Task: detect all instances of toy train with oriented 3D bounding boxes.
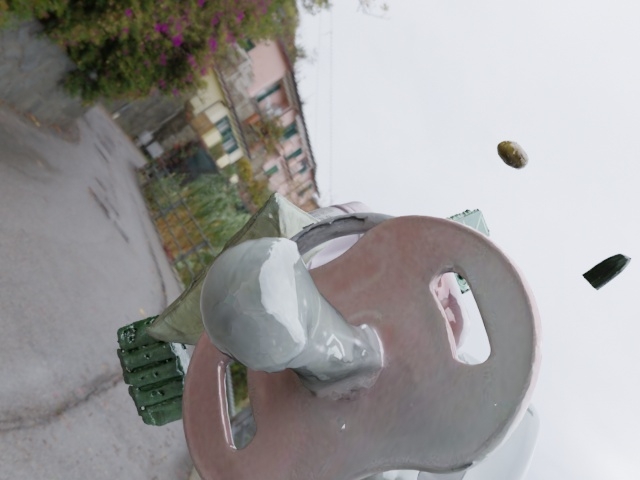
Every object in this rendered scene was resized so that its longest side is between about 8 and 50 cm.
[{"bbox_3d":[0.272,0.030,1.365,0.115,0.269,0.154,-20,-90,46],"label":"toy train"}]

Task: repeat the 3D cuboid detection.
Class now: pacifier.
[{"bbox_3d":[0.011,0.092,0.544,0.220,0.332,0.273,66,15,0],"label":"pacifier"}]

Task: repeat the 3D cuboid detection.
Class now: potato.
[{"bbox_3d":[0.394,-0.174,1.334,0.083,0.040,0.051,34,-36,-32],"label":"potato"}]

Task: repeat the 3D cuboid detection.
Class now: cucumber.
[{"bbox_3d":[0.609,0.061,1.380,0.048,0.105,0.048,29,35,-22],"label":"cucumber"}]

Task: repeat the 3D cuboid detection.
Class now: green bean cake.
[{"bbox_3d":[-0.296,0.226,1.205,0.208,0.107,0.193,-155,-136,-82],"label":"green bean cake"}]

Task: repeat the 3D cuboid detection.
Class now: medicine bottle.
[{"bbox_3d":[0.000,0.000,1.342,0.133,0.249,0.133,18,-64,43],"label":"medicine bottle"}]

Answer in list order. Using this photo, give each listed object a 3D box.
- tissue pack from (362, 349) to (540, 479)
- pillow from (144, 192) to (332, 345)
[{"bbox_3d":[0.159,0.316,0.915,0.229,0.333,0.236,33,-37,18],"label":"tissue pack"},{"bbox_3d":[-0.118,0.064,1.000,0.075,0.302,0.185,52,14,32],"label":"pillow"}]
